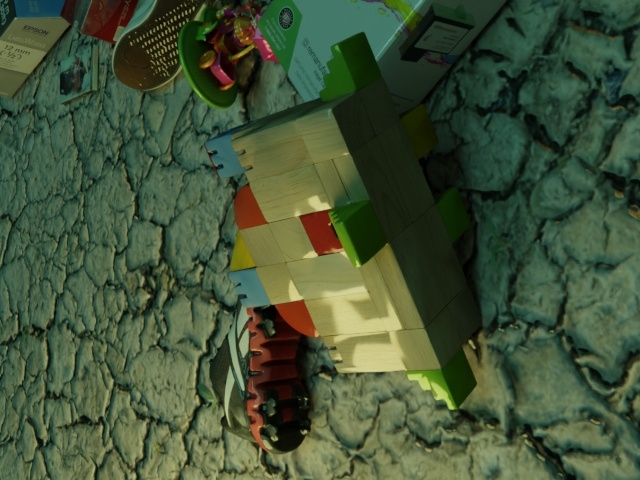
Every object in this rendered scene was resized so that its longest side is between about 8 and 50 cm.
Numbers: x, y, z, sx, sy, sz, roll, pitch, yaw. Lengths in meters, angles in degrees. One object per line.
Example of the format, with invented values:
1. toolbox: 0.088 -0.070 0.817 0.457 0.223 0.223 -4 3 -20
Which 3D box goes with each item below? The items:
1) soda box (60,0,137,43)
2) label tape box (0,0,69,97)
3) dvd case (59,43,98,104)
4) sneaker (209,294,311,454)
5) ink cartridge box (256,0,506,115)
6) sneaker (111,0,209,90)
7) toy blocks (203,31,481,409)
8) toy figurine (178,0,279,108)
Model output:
1. soda box: -0.347 -0.477 1.454 0.092 0.083 0.263 41 112 39
2. label tape box: -0.594 -0.483 1.677 0.347 0.115 0.249 -35 61 38
3. dvd case: -0.446 -0.304 1.577 0.119 0.013 0.087 -8 79 43
4. sneaker: -0.084 0.131 1.105 0.135 0.097 0.276 -6 81 41
5. ink cartridge box: 0.077 -0.283 0.989 0.278 0.117 0.201 -49 54 29
6. sneaker: -0.228 -0.350 1.334 0.290 0.105 0.123 -41 24 42
7. toy blocks: 0.000 0.000 0.946 0.260 0.190 0.382 -11 109 43
8. toy figurine: -0.091 -0.284 1.183 0.159 0.130 0.173 -17 48 28
